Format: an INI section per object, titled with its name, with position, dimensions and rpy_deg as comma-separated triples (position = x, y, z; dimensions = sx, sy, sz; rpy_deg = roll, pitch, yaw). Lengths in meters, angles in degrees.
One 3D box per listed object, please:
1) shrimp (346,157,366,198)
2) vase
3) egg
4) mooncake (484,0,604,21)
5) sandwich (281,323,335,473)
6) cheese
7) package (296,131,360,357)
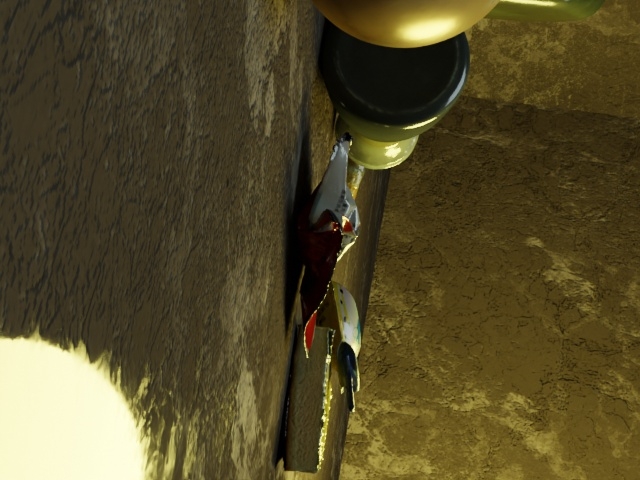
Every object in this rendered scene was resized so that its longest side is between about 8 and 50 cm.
[shrimp]
position = 0.053, -0.136, 1.743
dimensions = 0.150, 0.051, 0.217
rpy_deg = -65, 170, -83
[vase]
position = 0.087, -0.187, 1.429
dimensions = 0.321, 0.173, 0.173
rpy_deg = 89, 9, -80
[egg]
position = 0.070, -0.258, 0.924
dimensions = 0.244, 0.201, 0.201
rpy_deg = -57, 157, -55
[mooncake]
position = 0.229, -0.412, 1.534
dimensions = 0.356, 0.356, 0.194
rpy_deg = -52, 147, -79
[sandwich]
position = -0.013, 0.210, 1.513
dimensions = 0.162, 0.058, 0.193
rpy_deg = 45, 50, -86
[cheese]
position = 0.028, 0.148, 1.597
dimensions = 0.250, 0.064, 0.156
rpy_deg = -102, -174, -58
[package]
position = 0.000, 0.000, 1.321
dimensions = 0.269, 0.071, 0.194
rpy_deg = 114, -8, -58
